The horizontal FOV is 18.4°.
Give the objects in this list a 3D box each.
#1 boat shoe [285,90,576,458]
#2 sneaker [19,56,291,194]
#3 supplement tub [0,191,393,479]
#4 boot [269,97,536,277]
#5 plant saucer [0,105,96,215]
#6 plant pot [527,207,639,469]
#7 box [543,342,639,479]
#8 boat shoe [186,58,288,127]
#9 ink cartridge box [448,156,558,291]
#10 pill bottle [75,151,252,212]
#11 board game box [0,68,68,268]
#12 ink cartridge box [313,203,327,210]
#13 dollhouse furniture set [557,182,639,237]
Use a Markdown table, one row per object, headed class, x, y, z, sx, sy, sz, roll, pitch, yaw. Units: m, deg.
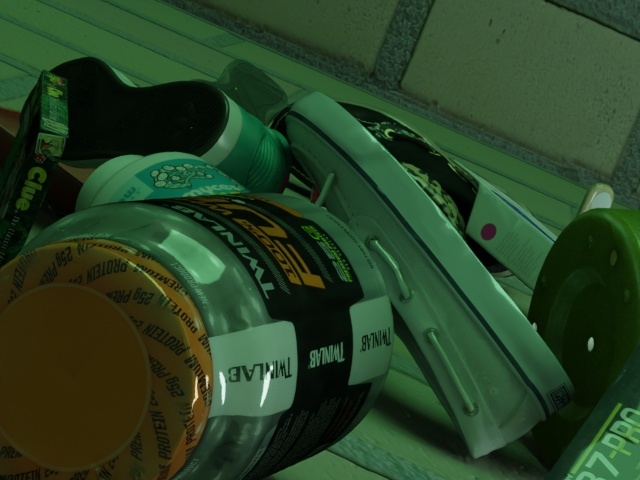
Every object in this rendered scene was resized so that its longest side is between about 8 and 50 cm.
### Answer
| class | x | y | z | sx | sy | sz | roll | pitch | yaw |
| --- | --- | --- | --- | --- | --- | --- | --- | --- | --- |
| boat shoe | 0.049 | 0.040 | 1.709 | 0.367 | 0.156 | 0.136 | 52 | -5 | 19 |
| sneaker | -0.135 | -0.080 | 1.828 | 0.295 | 0.124 | 0.178 | 15 | -18 | 46 |
| supplement tub | -0.086 | 0.068 | 1.254 | 0.193 | 0.194 | 0.316 | 26 | 12 | 16 |
| boot | 0.062 | -0.066 | 2.377 | 0.377 | 0.138 | 0.284 | 33 | 13 | 18 |
| plant saucer | -0.200 | -0.054 | 1.992 | 0.259 | 0.048 | 0.258 | 11 | 16 | -44 |
| plant pot | 0.380 | 0.109 | 1.740 | 0.353 | 0.366 | 0.366 | 6 | 16 | -18 |
| box | 0.370 | 0.153 | 1.421 | 0.318 | 0.097 | 0.395 | 26 | 50 | 18 |
| boat shoe | -0.130 | -0.134 | 2.397 | 0.118 | 0.103 | 0.320 | 39 | 23 | -2 |
| ink cartridge box | 0.282 | 0.050 | 2.210 | 0.175 | 0.069 | 0.371 | 30 | 12 | -51 |
| pill bottle | -0.098 | 0.019 | 1.589 | 0.146 | 0.146 | 0.264 | 14 | 14 | -40 |
| board game box | -0.250 | -0.058 | 1.678 | 0.030 | 0.136 | 0.260 | 19 | 12 | -12 |
| ink cartridge box | 0.000 | 0.000 | 2.116 | 0.135 | 0.056 | 0.099 | 15 | 13 | -38 |
| dollhouse furniture set | 0.523 | 0.069 | 2.553 | 0.303 | 0.174 | 0.355 | 15 | 13 | -35 |
